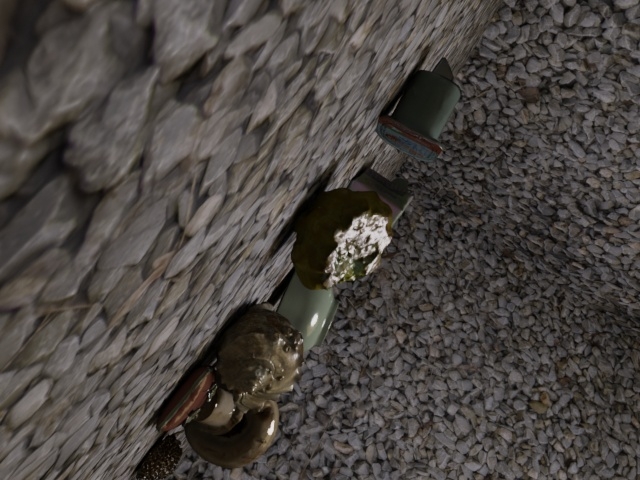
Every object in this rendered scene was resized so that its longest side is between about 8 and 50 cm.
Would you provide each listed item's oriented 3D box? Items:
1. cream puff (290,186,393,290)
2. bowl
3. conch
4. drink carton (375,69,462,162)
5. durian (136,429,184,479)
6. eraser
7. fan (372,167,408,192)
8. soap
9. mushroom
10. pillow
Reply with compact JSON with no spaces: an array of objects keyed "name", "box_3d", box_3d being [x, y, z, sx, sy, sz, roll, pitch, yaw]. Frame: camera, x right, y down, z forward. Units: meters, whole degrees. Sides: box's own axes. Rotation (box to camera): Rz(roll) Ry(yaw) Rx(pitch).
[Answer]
[{"name":"cream puff","box_3d":[0.037,-0.013,1.359,0.281,0.185,0.282,-29,138,-30]},{"name":"bowl","box_3d":[-0.050,0.262,1.998,0.354,0.185,0.354,23,90,-87]},{"name":"conch","box_3d":[-0.135,0.304,1.483,0.352,0.209,0.297,-49,151,-61]},{"name":"drink carton","box_3d":[0.269,-0.343,1.529,0.191,0.185,0.190,79,36,-81]},{"name":"durian","box_3d":[-0.449,0.631,1.635,0.188,0.091,0.148,-52,175,-44]},{"name":"eraser","box_3d":[0.345,-0.461,1.915,0.353,0.077,0.111,-54,178,-16]},{"name":"fan","box_3d":[0.245,-0.186,2.083,0.182,0.010,0.310,-55,-146,29]},{"name":"soap","box_3d":[0.184,-0.130,1.896,0.139,0.199,0.182,-60,174,30]},{"name":"mushroom","box_3d":[-0.267,0.497,1.598,0.293,0.292,0.290,-54,158,-9]},{"name":"pillow","box_3d":[-0.310,0.380,1.345,0.179,0.075,0.171,-52,175,-12]}]
